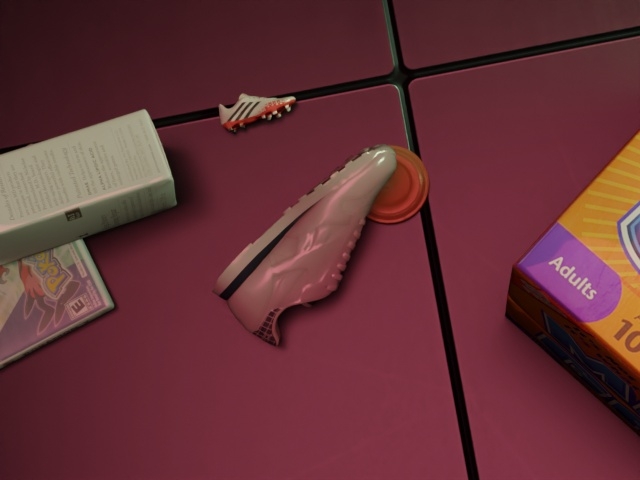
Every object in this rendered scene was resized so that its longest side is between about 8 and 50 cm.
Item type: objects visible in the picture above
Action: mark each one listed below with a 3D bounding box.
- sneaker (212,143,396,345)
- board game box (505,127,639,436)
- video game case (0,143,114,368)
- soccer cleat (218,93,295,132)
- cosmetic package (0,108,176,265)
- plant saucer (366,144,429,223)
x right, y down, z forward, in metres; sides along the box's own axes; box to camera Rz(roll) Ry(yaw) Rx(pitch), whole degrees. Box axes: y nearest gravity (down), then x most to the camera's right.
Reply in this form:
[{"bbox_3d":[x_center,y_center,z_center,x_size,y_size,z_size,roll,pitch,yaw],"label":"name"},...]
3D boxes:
[{"bbox_3d":[0.000,0.000,1.366,0.235,0.090,0.095,-44,88,8],"label":"sneaker"},{"bbox_3d":[0.411,0.036,1.169,0.356,0.356,0.356,42,88,12],"label":"board game box"},{"bbox_3d":[-0.342,0.025,1.427,0.183,0.023,0.201,-28,79,2],"label":"video game case"},{"bbox_3d":[-0.068,-0.142,1.420,0.083,0.029,0.035,-20,83,8],"label":"soccer cleat"},{"bbox_3d":[-0.268,-0.047,1.362,0.231,0.117,0.085,-21,78,-8],"label":"cosmetic package"},{"bbox_3d":[0.071,-0.059,1.398,0.083,0.013,0.083,-1,80,6],"label":"plant saucer"}]
